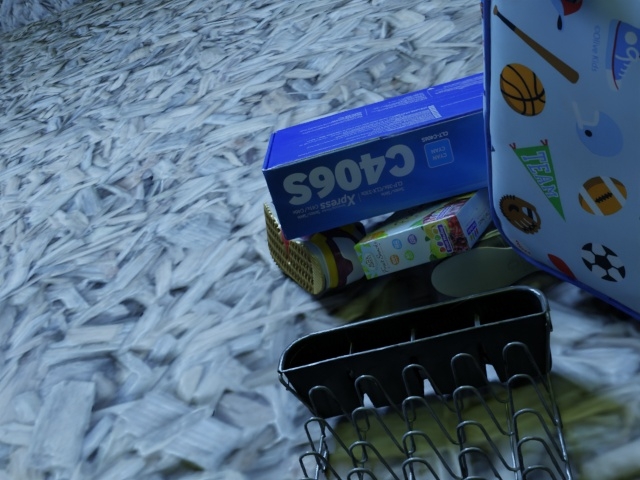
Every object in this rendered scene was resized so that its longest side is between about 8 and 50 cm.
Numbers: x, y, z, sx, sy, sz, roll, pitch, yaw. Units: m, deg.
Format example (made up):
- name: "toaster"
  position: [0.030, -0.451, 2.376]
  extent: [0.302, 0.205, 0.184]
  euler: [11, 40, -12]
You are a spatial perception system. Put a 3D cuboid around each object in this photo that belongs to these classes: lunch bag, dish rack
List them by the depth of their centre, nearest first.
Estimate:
- name: "dish rack"
  position: [0.068, 0.156, 0.532]
  extent: [0.208, 0.074, 0.271]
  euler: [-16, 32, 16]
- name: "lunch bag"
  position: [0.226, -0.075, 0.534]
  extent: [0.115, 0.303, 0.243]
  euler: [-37, 48, -21]

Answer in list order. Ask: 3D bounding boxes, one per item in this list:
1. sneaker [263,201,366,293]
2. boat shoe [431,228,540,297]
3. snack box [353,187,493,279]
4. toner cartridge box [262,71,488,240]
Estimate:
- name: "sneaker"
  position: [0.000, 0.000, 0.841]
  extent: [0.084, 0.069, 0.185]
  euler: [-14, 27, -17]
- name: "boat shoe"
  position: [0.161, 0.011, 0.715]
  extent: [0.137, 0.049, 0.043]
  euler: [-20, 28, 4]
- name: "snack box"
  position: [0.104, -0.014, 0.749]
  extent: [0.100, 0.037, 0.141]
  euler: [-20, 8, 29]
- name: "toner cartridge box"
  position: [0.124, -0.102, 0.784]
  extent: [0.348, 0.075, 0.165]
  euler: [-15, 20, 6]
